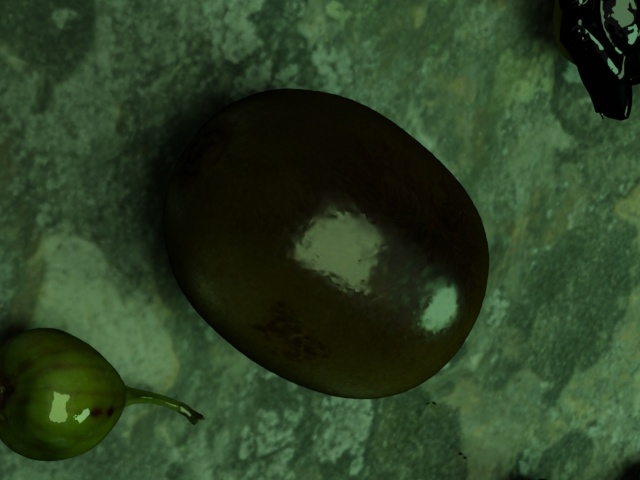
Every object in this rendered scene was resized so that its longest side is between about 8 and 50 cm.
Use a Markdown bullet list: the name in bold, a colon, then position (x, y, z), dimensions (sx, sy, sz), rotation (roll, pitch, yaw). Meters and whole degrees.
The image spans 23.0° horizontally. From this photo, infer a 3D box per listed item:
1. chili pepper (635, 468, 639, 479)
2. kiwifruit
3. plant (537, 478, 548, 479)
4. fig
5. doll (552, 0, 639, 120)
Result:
- **chili pepper**: position (0.282, 0.336, 1.406), dimensions (0.122, 0.065, 0.278), rotation (-27, 123, -43)
- **kiwifruit**: position (0.000, 0.000, 1.076), dimensions (0.234, 0.196, 0.196), rotation (32, 88, -33)
- **plant**: position (0.192, 0.306, 1.302), dimensions (0.131, 0.142, 0.203), rotation (40, 79, -48)
- **fig**: position (-0.163, 0.121, 1.089), dimensions (0.093, 0.093, 0.166), rotation (-55, 141, -5)
- **doll**: position (0.240, -0.216, 1.215), dimensions (0.127, 0.088, 0.248), rotation (5, 93, -10)
